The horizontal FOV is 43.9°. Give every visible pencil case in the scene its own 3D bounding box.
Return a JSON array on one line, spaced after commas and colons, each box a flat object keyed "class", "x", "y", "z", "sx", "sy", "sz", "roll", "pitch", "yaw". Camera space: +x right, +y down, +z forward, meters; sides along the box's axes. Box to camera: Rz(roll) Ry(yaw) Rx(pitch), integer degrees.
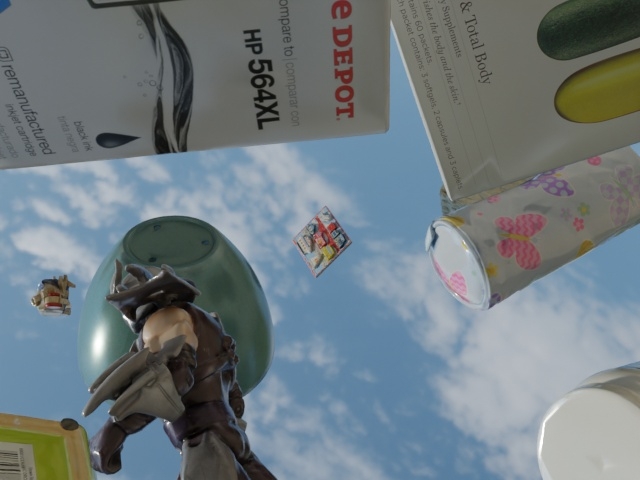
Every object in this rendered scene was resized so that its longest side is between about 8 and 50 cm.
[{"class": "pencil case", "x": 0.259, "y": -0.024, "z": 0.933, "sx": 0.273, "sy": 0.113, "sz": 0.124, "roll": -27, "pitch": -101, "yaw": -18}]

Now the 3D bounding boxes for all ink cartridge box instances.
[{"class": "ink cartridge box", "x": -0.070, "y": -0.118, "z": 0.362, "sx": 0.203, "sy": 0.148, "sz": 0.086, "roll": -6, "pitch": -128, "yaw": 0}]

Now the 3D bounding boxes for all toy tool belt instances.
[{"class": "toy tool belt", "x": -0.324, "y": 0.062, "z": 0.963, "sx": 0.052, "sy": 0.083, "sz": 0.051, "roll": 3, "pitch": -105, "yaw": -19}]

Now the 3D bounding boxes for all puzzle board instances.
[{"class": "puzzle board", "x": 0.000, "y": 0.000, "z": 1.504, "sx": 0.011, "sy": 0.096, "sz": 0.128, "roll": 37, "pitch": -167, "yaw": -39}]

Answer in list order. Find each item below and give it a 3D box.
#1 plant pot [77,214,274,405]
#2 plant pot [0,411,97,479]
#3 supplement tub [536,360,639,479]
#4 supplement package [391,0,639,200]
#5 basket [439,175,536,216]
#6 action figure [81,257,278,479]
[{"class": "plant pot", "x": -0.209, "y": 0.080, "z": 1.140, "sx": 0.290, "sy": 0.196, "sz": 0.290, "roll": 2, "pitch": -146, "yaw": -1}, {"class": "plant pot", "x": -0.307, "y": 0.277, "z": 0.688, "sx": 0.227, "sy": 0.207, "sz": 0.228, "roll": 17, "pitch": -158, "yaw": -31}, {"class": "supplement tub", "x": 0.407, "y": 0.239, "z": 0.955, "sx": 0.272, "sy": 0.191, "sz": 0.191, "roll": -3, "pitch": -139, "yaw": -41}, {"class": "supplement package", "x": 0.196, "y": -0.196, "z": 0.661, "sx": 0.262, "sy": 0.199, "sz": 0.198, "roll": -17, "pitch": -150, "yaw": 12}, {"class": "basket", "x": 0.255, "y": -0.047, "z": 1.090, "sx": 0.167, "sy": 0.103, "sz": 0.113, "roll": 31, "pitch": -104, "yaw": 31}, {"class": "action figure", "x": -0.060, "y": 0.126, "z": 0.450, "sx": 0.285, "sy": 0.099, "sz": 0.185, "roll": 59, "pitch": -175, "yaw": 22}]
